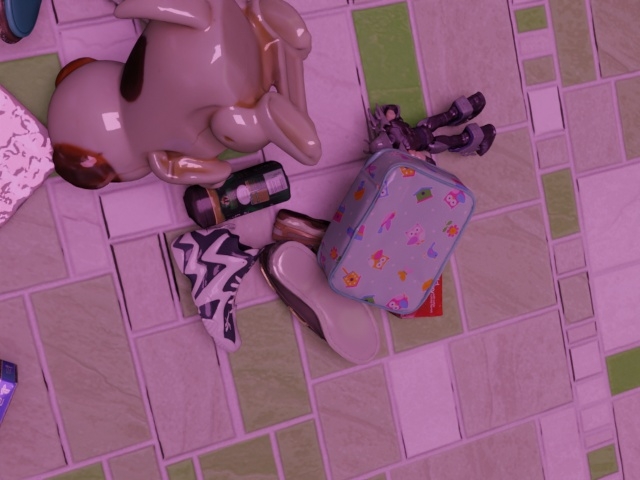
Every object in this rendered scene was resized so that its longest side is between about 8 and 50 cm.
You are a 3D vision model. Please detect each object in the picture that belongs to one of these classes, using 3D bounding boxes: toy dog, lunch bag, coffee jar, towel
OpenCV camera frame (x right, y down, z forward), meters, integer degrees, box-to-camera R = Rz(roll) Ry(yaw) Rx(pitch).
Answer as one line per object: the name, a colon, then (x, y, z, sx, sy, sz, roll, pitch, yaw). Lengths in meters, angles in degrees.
toy dog: (-0.252, -0.213, 1.452, 0.395, 0.408, 0.285, 13, 63, -58)
lunch bag: (0.137, -0.010, 1.620, 0.224, 0.108, 0.279, 18, 111, -28)
coffee jar: (-0.152, -0.082, 1.636, 0.184, 0.096, 0.079, -19, 104, -16)
towel: (-0.635, -0.137, 1.488, 0.317, 0.053, 0.332, 45, 81, -18)

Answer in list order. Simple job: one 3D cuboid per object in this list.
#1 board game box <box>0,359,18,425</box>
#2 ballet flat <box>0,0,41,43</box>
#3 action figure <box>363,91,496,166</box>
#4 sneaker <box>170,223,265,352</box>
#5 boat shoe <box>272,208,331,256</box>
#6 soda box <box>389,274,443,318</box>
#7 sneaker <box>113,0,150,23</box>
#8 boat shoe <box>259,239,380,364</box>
board game box: (-0.673, 0.277, 1.465, 0.291, 0.141, 0.232, 22, 88, -19)
ballet flat: (-0.504, -0.550, 1.451, 0.182, 0.164, 0.483, 10, 82, 7)
action figure: (0.201, -0.194, 1.724, 0.285, 0.099, 0.185, -16, 73, -28)
sneaker: (-0.156, 0.076, 1.642, 0.153, 0.094, 0.235, -24, 92, 0)
boat shoe: (0.000, 0.000, 1.719, 0.190, 0.068, 0.072, 18, 104, -7)
soda box: (0.182, 0.016, 1.767, 0.092, 0.083, 0.263, -2, 96, -18)
sneaker: (-0.227, -0.407, 1.535, 0.410, 0.182, 0.158, 29, 85, -20)
boat shoe: (0.000, 0.115, 1.709, 0.109, 0.091, 0.305, -49, 114, -18)
